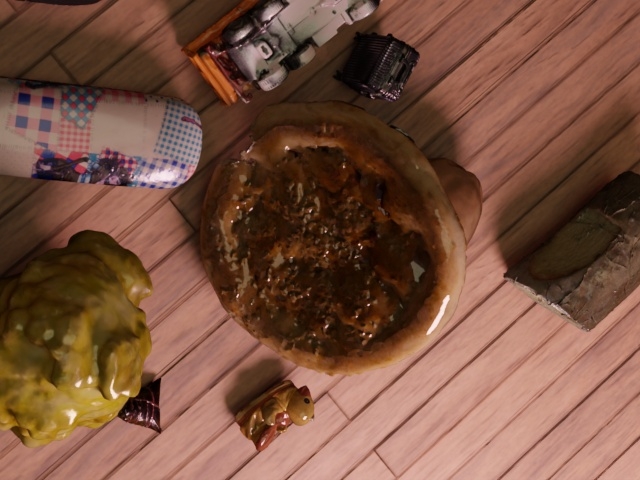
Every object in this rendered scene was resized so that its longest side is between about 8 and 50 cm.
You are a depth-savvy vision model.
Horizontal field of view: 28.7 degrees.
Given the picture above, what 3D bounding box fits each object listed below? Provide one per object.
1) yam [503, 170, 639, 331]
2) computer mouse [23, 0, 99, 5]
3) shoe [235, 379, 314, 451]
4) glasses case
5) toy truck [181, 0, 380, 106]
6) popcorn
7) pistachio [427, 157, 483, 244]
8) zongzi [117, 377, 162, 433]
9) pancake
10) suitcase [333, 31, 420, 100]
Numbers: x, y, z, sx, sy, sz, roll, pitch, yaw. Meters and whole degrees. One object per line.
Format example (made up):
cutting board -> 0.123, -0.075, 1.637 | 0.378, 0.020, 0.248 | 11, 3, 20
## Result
yam -> 0.411, 0.029, 1.870 | 0.254, 0.154, 0.154 | -41, 110, -13
computer mouse -> -0.348, -0.356, 1.561 | 0.217, 0.073, 0.122 | 5, 98, -19
shoe -> -0.063, 0.250, 1.777 | 0.109, 0.072, 0.069 | -22, 68, -19
glasses case -> -0.313, -0.138, 1.611 | 0.327, 0.076, 0.125 | 4, 100, -21
toy truck -> -0.042, -0.291, 1.657 | 0.270, 0.135, 0.114 | -38, 112, -5
popcorn -> -0.329, 0.134, 1.578 | 0.235, 0.242, 0.250 | 45, 119, 4
pistachio -> 0.123, -0.011, 1.755 | 0.260, 0.163, 0.212 | -10, 123, -31
zongzi -> -0.242, 0.238, 1.719 | 0.083, 0.067, 0.073 | -22, 100, -33
pancake -> 0.001, 0.000, 1.636 | 0.071, 0.382, 0.382 | -25, 118, -61
suitcase -> 0.078, -0.237, 1.707 | 0.059, 0.126, 0.086 | 27, 90, -23
